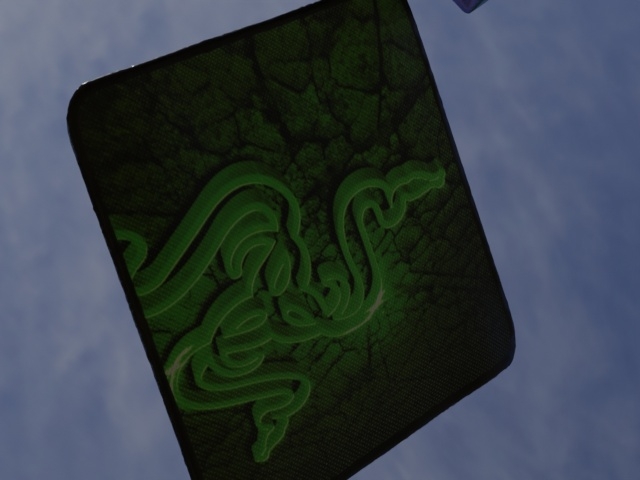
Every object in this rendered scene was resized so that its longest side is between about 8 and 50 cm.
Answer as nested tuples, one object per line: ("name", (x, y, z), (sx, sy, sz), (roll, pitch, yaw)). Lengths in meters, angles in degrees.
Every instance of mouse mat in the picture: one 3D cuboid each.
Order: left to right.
("mouse mat", (0.000, 0.000, 0.638), (0.007, 0.190, 0.152), (-13, -80, 40))

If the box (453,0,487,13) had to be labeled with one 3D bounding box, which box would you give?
("box", (0.072, -0.173, 0.680), (0.105, 0.179, 0.043), (45, -133, 2))
